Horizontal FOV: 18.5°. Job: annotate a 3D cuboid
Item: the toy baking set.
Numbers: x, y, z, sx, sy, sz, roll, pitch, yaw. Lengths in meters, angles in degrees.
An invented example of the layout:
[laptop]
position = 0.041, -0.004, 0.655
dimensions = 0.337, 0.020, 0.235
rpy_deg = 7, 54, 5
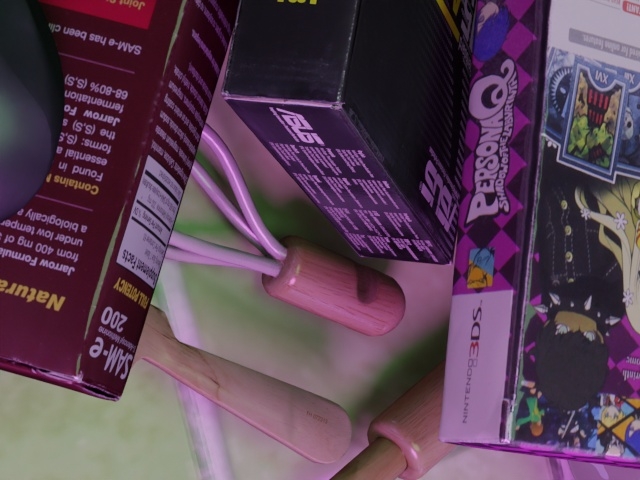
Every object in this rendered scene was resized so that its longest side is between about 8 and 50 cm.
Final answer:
[toy baking set]
position = 0.004, 0.005, 0.769
dimensions = 0.256, 0.030, 0.196
rpy_deg = -42, 107, -30

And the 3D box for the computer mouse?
[computer mouse]
position = -0.151, -0.108, 0.593
dimensions = 0.071, 0.041, 0.242
rpy_deg = -34, 76, 3

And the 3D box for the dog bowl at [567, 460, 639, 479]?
[dog bowl]
position = 0.237, 0.026, 0.850
dimensions = 0.349, 0.102, 0.348
rpy_deg = 3, 85, -37

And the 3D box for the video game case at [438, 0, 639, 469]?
[video game case]
position = 0.150, -0.019, 0.700
dimensions = 0.232, 0.042, 0.210
rpy_deg = 10, 80, -35

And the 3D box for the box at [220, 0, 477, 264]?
[box]
position = 0.025, -0.103, 0.685
dimensions = 0.190, 0.045, 0.184
rpy_deg = 50, 46, -69

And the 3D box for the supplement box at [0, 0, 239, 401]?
[supplement box]
position = -0.096, -0.081, 0.638
dimensions = 0.130, 0.073, 0.239
rpy_deg = 16, 82, 9
